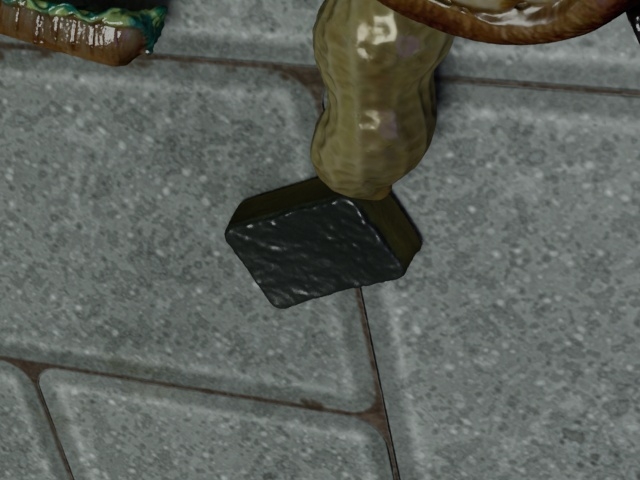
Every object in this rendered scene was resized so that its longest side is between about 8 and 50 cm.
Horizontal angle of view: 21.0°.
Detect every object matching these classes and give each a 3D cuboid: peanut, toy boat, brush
[{"bbox_3d":[0.051,-0.151,1.651,0.136,0.120,0.298,39,143,27],"label":"peanut"},{"bbox_3d":[-0.296,-0.250,1.767,0.293,0.108,0.099,25,102,13],"label":"toy boat"},{"bbox_3d":[0.000,0.000,1.854,0.197,0.059,0.123,-16,121,38],"label":"brush"}]

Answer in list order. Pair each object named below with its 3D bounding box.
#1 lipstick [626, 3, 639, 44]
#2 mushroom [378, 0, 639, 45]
[{"bbox_3d":[0.400,-0.218,1.429,0.300,0.081,0.081,-11,123,31],"label":"lipstick"},{"bbox_3d":[0.119,-0.295,1.378,0.346,0.259,0.345,15,134,17],"label":"mushroom"}]
